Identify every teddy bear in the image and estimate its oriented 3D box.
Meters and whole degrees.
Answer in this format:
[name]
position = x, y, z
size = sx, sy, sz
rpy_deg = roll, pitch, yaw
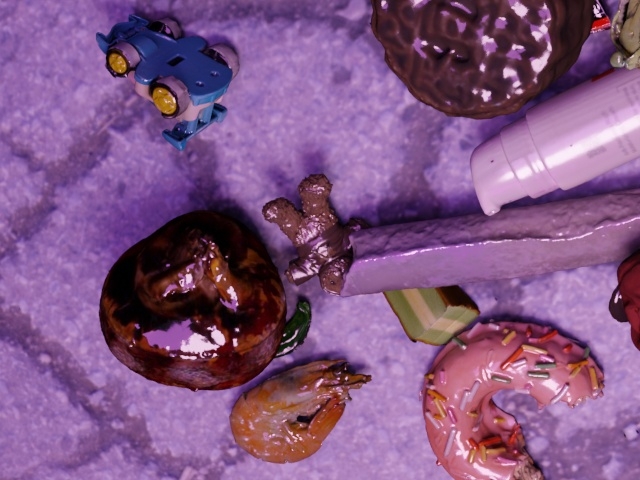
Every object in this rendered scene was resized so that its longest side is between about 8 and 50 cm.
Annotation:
[teddy bear]
position = -0.003, -0.005, 1.373
size = 0.119, 0.078, 0.160
rpy_deg = -31, 113, 2

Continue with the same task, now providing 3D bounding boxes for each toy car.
[toy car]
position = -0.189, -0.190, 1.352
size = 0.162, 0.126, 0.098
rpy_deg = 29, 131, 14

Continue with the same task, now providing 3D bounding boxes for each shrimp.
[shrimp]
position = -0.021, 0.217, 1.460
size = 0.217, 0.051, 0.115
rpy_deg = -29, 102, 23

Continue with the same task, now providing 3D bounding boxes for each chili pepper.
[chili pepper]
position = -0.052, 0.124, 1.447
size = 0.118, 0.035, 0.055
rpy_deg = -31, 111, 28

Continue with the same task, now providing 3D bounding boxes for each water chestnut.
[water chestnut]
position = -0.149, 0.066, 1.361
size = 0.224, 0.223, 0.238
rpy_deg = 18, 148, 12

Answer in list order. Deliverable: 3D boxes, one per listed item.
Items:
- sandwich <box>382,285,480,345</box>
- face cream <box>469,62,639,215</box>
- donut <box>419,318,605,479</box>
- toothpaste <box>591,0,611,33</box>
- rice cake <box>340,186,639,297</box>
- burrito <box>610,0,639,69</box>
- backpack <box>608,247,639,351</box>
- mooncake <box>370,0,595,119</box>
[sandwich]
position = 0.126, 0.061, 1.384
size = 0.074, 0.074, 0.116
rpy_deg = -45, 57, 25
[face cream]
position = 0.318, -0.132, 1.208
size = 0.346, 0.102, 0.102
rpy_deg = -24, 98, 23
[donut]
position = 0.214, 0.202, 1.358
size = 0.199, 0.085, 0.232
rpy_deg = 25, 111, 11
[toothpaste]
position = 0.244, -0.304, 1.211
size = 0.071, 0.045, 0.193
rpy_deg = -15, 107, 31
[rice cake]
position = 0.210, 0.000, 1.284
size = 0.399, 0.064, 0.070
rpy_deg = -9, 133, 14
[burrito]
position = 0.337, -0.313, 1.152
size = 0.054, 0.104, 0.287
rpy_deg = 7, 98, -27
[backpack]
position = 0.432, 0.066, 1.200
size = 0.229, 0.138, 0.229
rpy_deg = -5, 127, -7
[mooncake]
position = 0.165, -0.240, 1.193
size = 0.228, 0.124, 0.228
rpy_deg = 15, 126, 22
